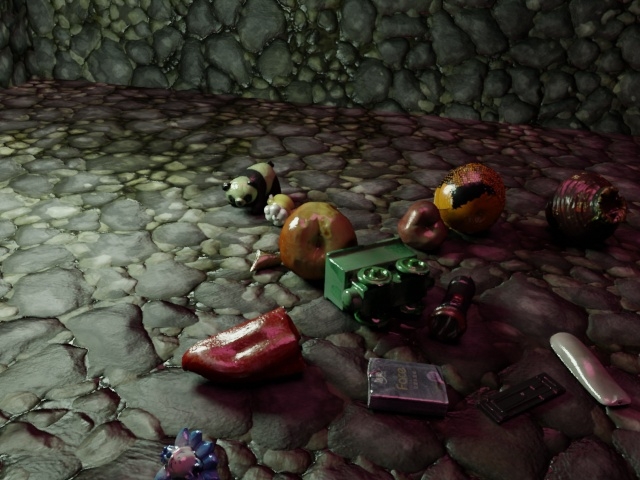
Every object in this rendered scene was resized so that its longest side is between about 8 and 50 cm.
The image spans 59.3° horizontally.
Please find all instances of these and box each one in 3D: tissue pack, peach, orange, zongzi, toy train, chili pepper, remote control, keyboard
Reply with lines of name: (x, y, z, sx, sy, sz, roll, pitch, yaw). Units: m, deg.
tissue pack: (0.172, 0.296, 1.132, 0.156, 0.051, 0.112, 5, 29, 1)
peach: (0.000, 0.000, 1.532, 0.214, 0.215, 0.235, 8, 10, 7)
peach: (0.313, -0.047, 1.718, 0.151, 0.152, 0.152, 3, 28, -2)
orange: (0.475, -0.130, 1.792, 0.234, 0.235, 0.182, -3, 48, -14)
zongzi: (-0.147, 0.065, 1.543, 0.076, 0.040, 0.083, 13, 40, 2)
toy train: (0.150, 0.102, 1.398, 0.265, 0.145, 0.202, -11, 28, -28)
chili pepper: (-0.156, 0.237, 1.160, 0.252, 0.136, 0.144, -17, 78, -17)
remote control: (0.590, 0.274, 1.241, 0.073, 0.044, 0.229, 1, 27, -12)
keyboard: (0.416, 0.322, 1.158, 0.204, 0.013, 0.061, -12, 32, -29)

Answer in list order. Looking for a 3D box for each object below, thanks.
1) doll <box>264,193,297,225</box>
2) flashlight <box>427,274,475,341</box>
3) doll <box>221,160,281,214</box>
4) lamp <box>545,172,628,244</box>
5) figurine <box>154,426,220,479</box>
doll: (-0.131, -0.101, 1.821, 0.106, 0.062, 0.162, 29, 25, -5)
flashlight: (0.333, 0.157, 1.383, 0.092, 0.093, 0.232, 15, 29, 20)
doll: (-0.230, -0.175, 1.882, 0.143, 0.135, 0.234, 16, 34, 25)
lamp: (0.849, -0.101, 1.791, 0.246, 0.247, 0.247, 3, 28, -2)
figurine: (-0.208, 0.368, 0.910, 0.114, 0.079, 0.114, -8, 48, 9)
